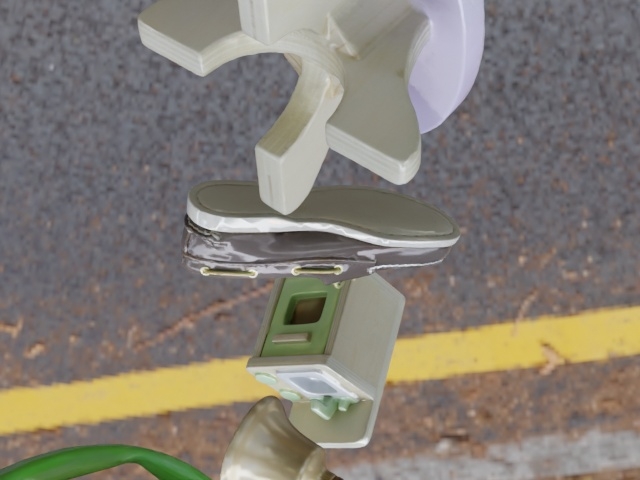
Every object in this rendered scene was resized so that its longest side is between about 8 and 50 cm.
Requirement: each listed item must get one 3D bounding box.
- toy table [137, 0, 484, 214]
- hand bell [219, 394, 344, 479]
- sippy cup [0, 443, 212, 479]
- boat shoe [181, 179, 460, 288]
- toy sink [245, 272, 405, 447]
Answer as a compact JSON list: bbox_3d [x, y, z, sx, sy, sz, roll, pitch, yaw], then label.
[{"bbox_3d":[0.008,-0.147,1.045,0.252,0.161,0.274,24,146,35],"label":"toy table"},{"bbox_3d":[0.024,0.272,1.527,0.242,0.126,0.126,22,144,22],"label":"hand bell"},{"bbox_3d":[-0.104,0.273,0.677,0.224,0.305,0.240,-16,142,-21],"label":"sippy cup"},{"bbox_3d":[0.000,0.000,1.627,0.324,0.116,0.096,3,120,-18],"label":"boat shoe"},{"bbox_3d":[0.000,0.158,1.974,0.153,0.234,0.131,-6,147,41],"label":"toy sink"}]
